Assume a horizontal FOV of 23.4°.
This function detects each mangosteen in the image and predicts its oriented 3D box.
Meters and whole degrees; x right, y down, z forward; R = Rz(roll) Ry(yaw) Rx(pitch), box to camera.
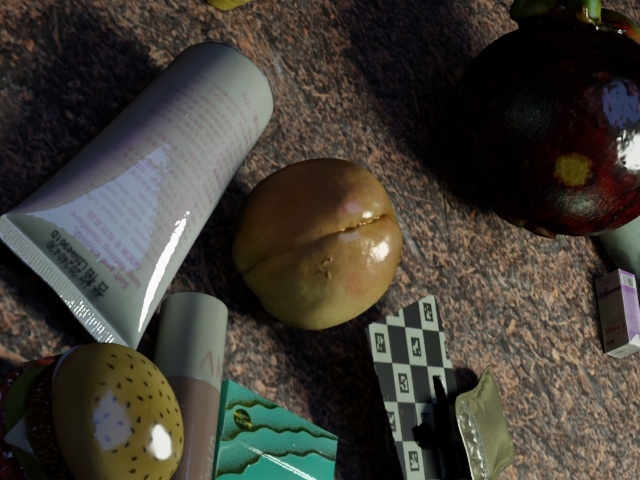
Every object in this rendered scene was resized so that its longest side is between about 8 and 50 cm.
[{"bbox_3d":[0.330,-0.178,1.987,0.306,0.306,0.359,14,103,-45],"label":"mangosteen"}]

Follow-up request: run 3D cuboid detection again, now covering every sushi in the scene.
[{"bbox_3d":[0.108,0.214,1.743,0.192,0.043,0.279,-19,94,-61],"label":"sushi"}]

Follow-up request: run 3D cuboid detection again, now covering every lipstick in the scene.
[{"bbox_3d":[-0.133,0.175,1.473,0.070,0.070,0.254,30,49,-36],"label":"lipstick"}]

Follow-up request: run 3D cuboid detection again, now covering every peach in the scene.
[{"bbox_3d":[0.000,0.000,1.642,0.184,0.184,0.184,26,52,-39],"label":"peach"}]

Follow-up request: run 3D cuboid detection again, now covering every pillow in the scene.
[{"bbox_3d":[0.193,0.226,1.810,0.217,0.033,0.130,-25,99,-72],"label":"pillow"}]

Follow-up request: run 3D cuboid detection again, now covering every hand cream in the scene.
[{"bbox_3d":[-0.170,-0.058,1.546,0.185,0.118,0.359,51,47,-20],"label":"hand cream"}]

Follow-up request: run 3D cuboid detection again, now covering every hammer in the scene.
[{"bbox_3d":[0.530,0.009,2.308,0.202,0.113,0.305,60,30,6],"label":"hammer"}]

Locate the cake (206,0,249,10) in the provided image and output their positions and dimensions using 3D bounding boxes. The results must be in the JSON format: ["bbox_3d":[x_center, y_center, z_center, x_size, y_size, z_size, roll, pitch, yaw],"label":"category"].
[{"bbox_3d":[-0.110,-0.309,1.790,0.084,0.044,0.084,25,53,-37],"label":"cake"}]

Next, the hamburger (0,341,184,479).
[{"bbox_3d":[-0.196,0.166,1.353,0.175,0.137,0.175,30,47,-40],"label":"hamburger"}]

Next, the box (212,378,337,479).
[{"bbox_3d":[-0.058,0.270,1.530,0.161,0.042,0.226,34,48,-35],"label":"box"}]

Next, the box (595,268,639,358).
[{"bbox_3d":[0.420,0.103,2.169,0.036,0.050,0.117,17,59,-35],"label":"box"}]
